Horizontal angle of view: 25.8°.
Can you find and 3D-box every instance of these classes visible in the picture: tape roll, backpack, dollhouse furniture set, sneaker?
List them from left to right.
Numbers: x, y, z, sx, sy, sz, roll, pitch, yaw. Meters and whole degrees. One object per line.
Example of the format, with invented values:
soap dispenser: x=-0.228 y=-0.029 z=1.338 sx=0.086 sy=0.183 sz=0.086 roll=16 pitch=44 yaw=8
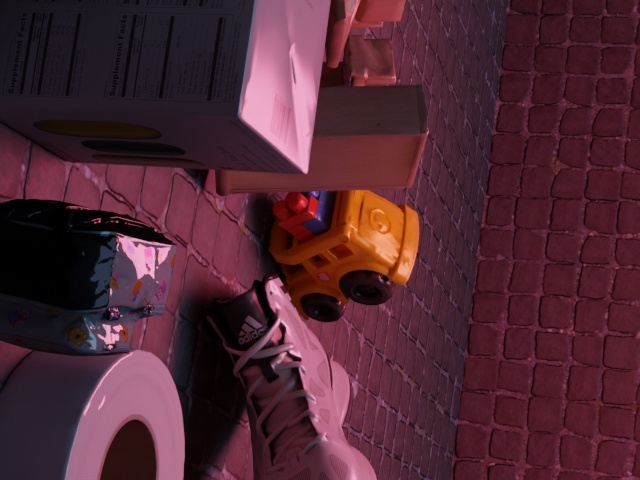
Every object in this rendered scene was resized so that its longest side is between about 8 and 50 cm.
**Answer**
backpack: x=-0.227 y=0.035 z=1.302 sx=0.188 sy=0.165 sz=0.145 roll=-9 pitch=104 yaw=-68
tape roll: x=-0.238 y=0.249 z=1.422 sx=0.286 sy=0.100 sz=0.286 roll=4 pitch=90 yaw=-73
sneaker: x=-0.067 y=0.208 z=1.755 sx=0.257 sy=0.169 sz=0.447 roll=57 pitch=10 yaw=-26
dollhouse furniture set: x=-0.015 y=-0.272 z=1.806 sx=0.362 sy=0.256 sz=0.394 roll=101 pitch=-14 yaw=-66

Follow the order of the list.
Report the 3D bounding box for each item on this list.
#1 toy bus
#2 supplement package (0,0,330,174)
toy bus: x=0.000 y=0.000 z=2.026 sx=0.211 sy=0.220 sz=0.150 roll=34 pitch=49 yaw=-32
supplement package: x=-0.151 y=-0.186 z=1.334 sx=0.199 sy=0.262 sz=0.198 roll=37 pitch=59 yaw=-69
